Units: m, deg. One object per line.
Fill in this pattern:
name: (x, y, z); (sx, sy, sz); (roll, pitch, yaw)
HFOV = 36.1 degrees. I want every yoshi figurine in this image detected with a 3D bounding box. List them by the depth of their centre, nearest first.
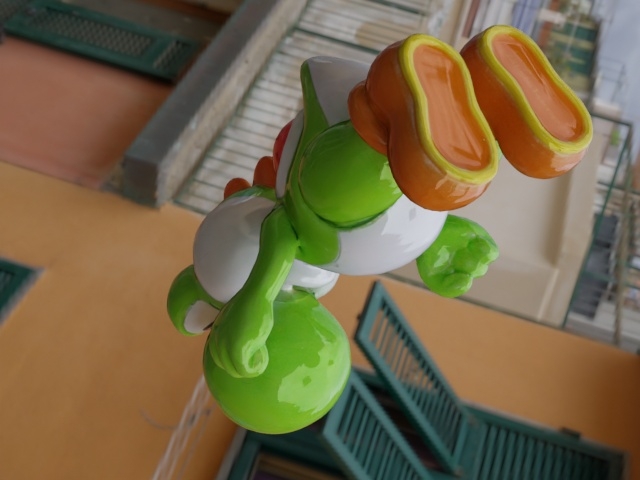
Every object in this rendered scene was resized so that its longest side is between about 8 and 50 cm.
yoshi figurine: (0.017, 0.023, 0.683); (0.362, 0.204, 0.203); (-38, -155, 45)
